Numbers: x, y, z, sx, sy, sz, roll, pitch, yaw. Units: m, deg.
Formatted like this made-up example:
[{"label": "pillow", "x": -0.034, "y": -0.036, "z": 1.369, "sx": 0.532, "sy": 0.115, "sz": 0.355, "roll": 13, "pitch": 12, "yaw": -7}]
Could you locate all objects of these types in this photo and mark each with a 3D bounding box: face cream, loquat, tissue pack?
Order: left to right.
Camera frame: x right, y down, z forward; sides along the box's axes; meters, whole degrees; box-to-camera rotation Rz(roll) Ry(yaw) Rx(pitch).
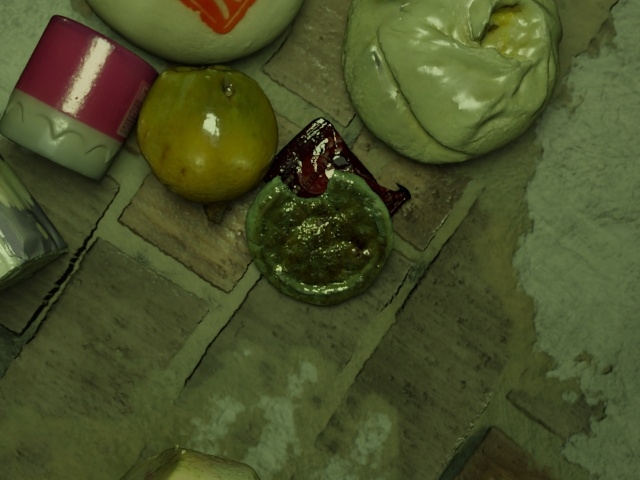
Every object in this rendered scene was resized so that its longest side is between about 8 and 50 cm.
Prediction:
[{"label": "tissue pack", "x": -0.533, "y": -0.088, "z": 0.968, "sx": 0.125, "sy": 0.242, "sz": 0.343, "roll": -35, "pitch": 97, "yaw": -2}, {"label": "face cream", "x": -0.363, "y": -0.210, "z": 1.013, "sx": 0.175, "sy": 0.175, "sz": 0.194, "roll": 27, "pitch": 91, "yaw": -8}, {"label": "loquat", "x": -0.171, "y": -0.145, "z": 1.035, "sx": 0.214, "sy": 0.213, "sz": 0.245, "roll": -4, "pitch": 112, "yaw": -7}]

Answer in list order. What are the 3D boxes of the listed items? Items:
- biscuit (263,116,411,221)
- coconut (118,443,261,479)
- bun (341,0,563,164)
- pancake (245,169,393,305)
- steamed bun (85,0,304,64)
[{"label": "biscuit", "x": 0.033, "y": -0.086, "z": 1.130, "sx": 0.235, "sy": 0.063, "sz": 0.151, "roll": 41, "pitch": 101, "yaw": -13}, {"label": "coconut", "x": -0.202, "y": 0.511, "z": 1.020, "sx": 0.353, "sy": 0.352, "sz": 0.352, "roll": -1, "pitch": 94, "yaw": -7}, {"label": "bun", "x": 0.213, "y": -0.300, "z": 1.059, "sx": 0.366, "sy": 0.219, "sz": 0.364, "roll": 0, "pitch": 91, "yaw": -5}, {"label": "pancake", "x": 0.000, "y": 0.000, "z": 1.106, "sx": 0.254, "sy": 0.037, "sz": 0.253, "roll": 0, "pitch": 114, "yaw": 0}, {"label": "steamed bun", "x": -0.175, "y": -0.447, "z": 0.966, "sx": 0.375, "sy": 0.241, "sz": 0.374, "roll": -1, "pitch": 93, "yaw": -22}]
